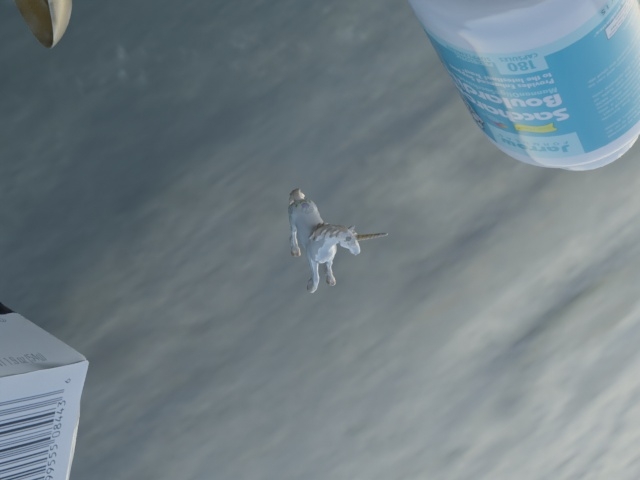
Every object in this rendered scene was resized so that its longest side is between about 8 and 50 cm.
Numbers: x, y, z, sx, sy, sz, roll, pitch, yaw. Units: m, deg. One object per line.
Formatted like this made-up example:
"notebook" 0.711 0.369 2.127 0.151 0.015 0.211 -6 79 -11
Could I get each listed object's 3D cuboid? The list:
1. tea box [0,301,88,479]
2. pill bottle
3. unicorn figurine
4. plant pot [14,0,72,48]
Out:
"tea box" -0.345 0.177 0.992 0.220 0.324 0.329 -7 115 -48
"pill bottle" 0.152 -0.141 1.050 0.146 0.146 0.264 -38 149 2
"unicorn figurine" 0.000 0.000 1.761 0.060 0.162 0.111 -26 140 -26
"plant pot" -0.285 -0.297 1.483 0.032 0.236 0.236 -24 153 -15
